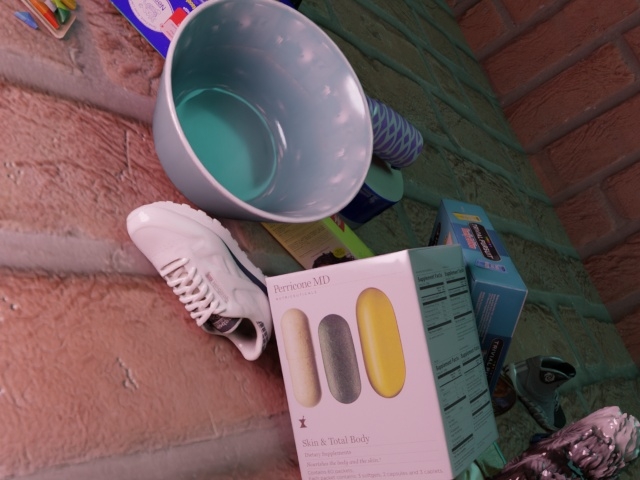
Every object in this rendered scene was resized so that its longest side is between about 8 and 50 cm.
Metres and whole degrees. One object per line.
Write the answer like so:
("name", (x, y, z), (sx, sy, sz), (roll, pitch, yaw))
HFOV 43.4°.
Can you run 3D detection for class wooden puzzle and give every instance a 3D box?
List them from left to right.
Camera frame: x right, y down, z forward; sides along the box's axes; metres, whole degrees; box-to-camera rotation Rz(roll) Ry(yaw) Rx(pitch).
("wooden puzzle", (-0.348, -0.300, 1.028), (0.078, 0.014, 0.116), (40, 31, -34))

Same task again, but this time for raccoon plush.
("raccoon plush", (0.245, 0.424, 0.893), (0.299, 0.446, 0.216), (61, -1, 6))

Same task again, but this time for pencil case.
("pencil case", (0.101, -0.194, 1.408), (0.088, 0.086, 0.206), (34, 6, 36))

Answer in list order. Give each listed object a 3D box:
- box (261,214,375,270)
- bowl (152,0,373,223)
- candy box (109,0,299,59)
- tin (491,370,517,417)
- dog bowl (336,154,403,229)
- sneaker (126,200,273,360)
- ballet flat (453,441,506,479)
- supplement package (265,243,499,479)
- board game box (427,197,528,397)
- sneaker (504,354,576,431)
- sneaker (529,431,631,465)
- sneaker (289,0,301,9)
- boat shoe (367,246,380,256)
("box", (0.000, 0.000, 1.250), (0.232, 0.087, 0.058), (46, 28, -24))
("bowl", (-0.099, -0.149, 1.077), (0.311, 0.163, 0.311), (14, 65, -34))
("candy box", (-0.180, -0.385, 1.288), (0.268, 0.122, 0.317), (47, 28, -12))
("tin", (0.277, 0.257, 1.452), (0.190, 0.106, 0.040), (43, 21, -31))
("dog bowl", (0.036, -0.157, 1.469), (0.265, 0.104, 0.265), (42, 30, -32))
("sneaker", (-0.137, 0.047, 0.955), (0.235, 0.090, 0.095), (42, 40, -29))
("ballet flat", (0.243, 0.420, 1.234), (0.124, 0.116, 0.342), (-15, 78, -44))
("supplement package", (0.082, 0.152, 1.022), (0.198, 0.199, 0.262), (-4, 83, -62))
("board game box", (0.215, 0.111, 1.262), (0.079, 0.254, 0.336), (12, 22, -4))
("sneaker", (0.517, 0.331, 1.774), (0.229, 0.132, 0.086), (44, 29, -28))
("sneaker", (0.499, 0.434, 1.571), (0.127, 0.182, 0.315), (57, 25, 0))
("sneaker", (-0.102, -0.492, 1.630), (0.106, 0.101, 0.267), (32, 31, -5))
("boat shoe", (0.082, 0.048, 1.381), (0.152, 0.056, 0.049), (15, 44, -56))
